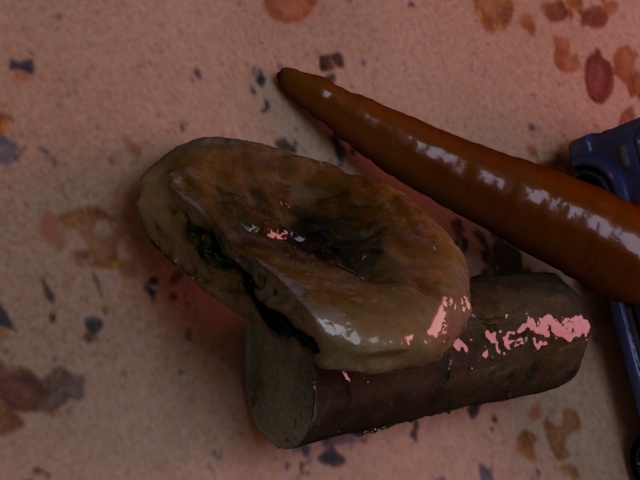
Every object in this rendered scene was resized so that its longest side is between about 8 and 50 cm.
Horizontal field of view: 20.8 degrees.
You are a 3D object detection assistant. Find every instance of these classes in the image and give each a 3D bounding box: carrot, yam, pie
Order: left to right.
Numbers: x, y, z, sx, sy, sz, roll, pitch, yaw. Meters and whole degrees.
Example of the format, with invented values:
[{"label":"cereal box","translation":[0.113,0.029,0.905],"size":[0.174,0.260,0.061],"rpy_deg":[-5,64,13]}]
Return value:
[{"label":"pie","translation":[-0.001,0.003,1.052],"size":[0.218,0.052,0.185],"rpy_deg":[35,29,30]},{"label":"yam","translation":[0.067,0.070,1.120],"size":[0.259,0.093,0.093],"rpy_deg":[-6,78,-39]},{"label":"carrot","translation":[0.119,-0.033,1.176],"size":[0.336,0.069,0.069],"rpy_deg":[26,58,-7]}]

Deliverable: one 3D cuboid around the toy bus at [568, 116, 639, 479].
[{"label":"toy bus","translation":[0.285,0.050,1.268],"size":[0.125,0.133,0.292],"rpy_deg":[-5,77,-40]}]
